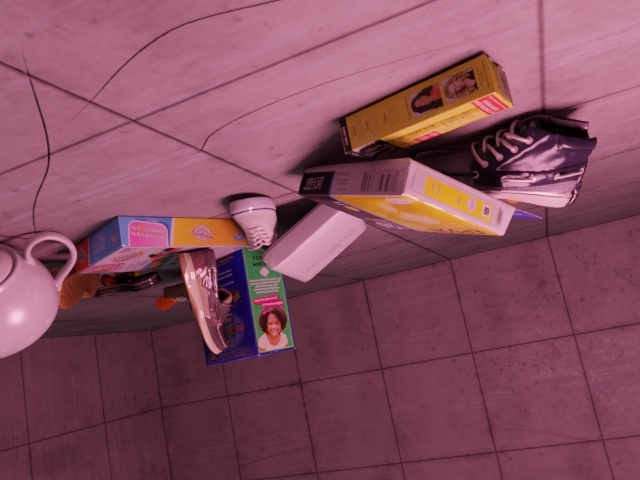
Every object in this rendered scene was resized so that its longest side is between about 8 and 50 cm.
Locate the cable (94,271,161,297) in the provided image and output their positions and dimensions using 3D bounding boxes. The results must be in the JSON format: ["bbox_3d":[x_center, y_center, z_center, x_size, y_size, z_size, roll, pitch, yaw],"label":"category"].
[{"bbox_3d":[-0.503,0.099,1.440,0.139,0.072,0.287,-23,-173,-29],"label":"cable"}]

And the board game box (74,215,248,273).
[{"bbox_3d":[-0.358,0.013,1.283,0.316,0.064,0.242,0,165,-45],"label":"board game box"}]

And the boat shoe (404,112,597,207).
[{"bbox_3d":[0.321,-0.160,1.023,0.340,0.127,0.158,3,136,-4],"label":"boat shoe"}]

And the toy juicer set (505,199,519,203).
[{"bbox_3d":[0.408,-0.124,1.301,0.209,0.090,0.329,-9,170,-12],"label":"toy juicer set"}]

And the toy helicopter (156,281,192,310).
[{"bbox_3d":[-0.387,0.167,1.888,0.234,0.140,0.355,-14,172,25],"label":"toy helicopter"}]

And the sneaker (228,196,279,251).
[{"bbox_3d":[-0.130,-0.031,1.219,0.094,0.091,0.258,-12,169,6],"label":"sneaker"}]

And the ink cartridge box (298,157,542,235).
[{"bbox_3d":[0.164,-0.058,0.986,0.307,0.072,0.303,21,172,-31],"label":"ink cartridge box"}]

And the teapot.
[{"bbox_3d":[-0.644,0.092,1.090,0.252,0.256,0.187,9,132,6],"label":"teapot"}]

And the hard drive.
[{"bbox_3d":[0.000,0.000,1.375,0.233,0.047,0.353,-42,167,2],"label":"hard drive"}]

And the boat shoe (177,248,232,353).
[{"bbox_3d":[-0.248,0.143,1.297,0.092,0.285,0.103,-17,-149,-9],"label":"boat shoe"}]

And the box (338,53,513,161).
[{"bbox_3d":[0.146,-0.181,0.805,0.232,0.058,0.087,-18,168,32],"label":"box"}]

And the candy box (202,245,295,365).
[{"bbox_3d":[-0.210,0.145,1.451,0.122,0.318,0.268,-4,168,-41],"label":"candy box"}]

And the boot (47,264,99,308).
[{"bbox_3d":[-0.660,0.099,1.346,0.203,0.095,0.262,2,-169,-1],"label":"boot"}]
